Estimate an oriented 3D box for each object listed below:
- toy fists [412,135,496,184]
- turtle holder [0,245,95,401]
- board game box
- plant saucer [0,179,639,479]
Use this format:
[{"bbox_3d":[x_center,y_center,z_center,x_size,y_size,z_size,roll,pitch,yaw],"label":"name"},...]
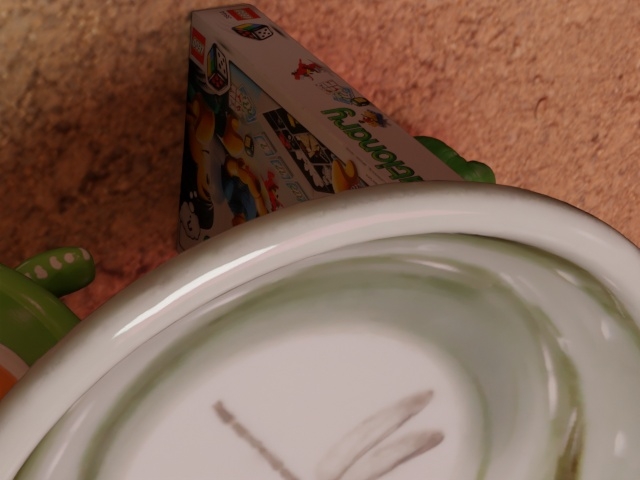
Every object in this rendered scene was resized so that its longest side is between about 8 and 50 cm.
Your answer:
[{"bbox_3d":[0.067,0.050,1.077,0.096,0.142,0.279,-8,125,-40],"label":"toy fists"},{"bbox_3d":[-0.262,0.132,0.753,0.227,0.320,0.243,-32,126,-53],"label":"turtle holder"},{"bbox_3d":[0.000,0.000,0.849,0.053,0.305,0.193,-12,127,-28],"label":"board game box"},{"bbox_3d":[-0.006,0.130,0.666,0.400,0.100,0.401,-14,127,-20],"label":"plant saucer"}]
